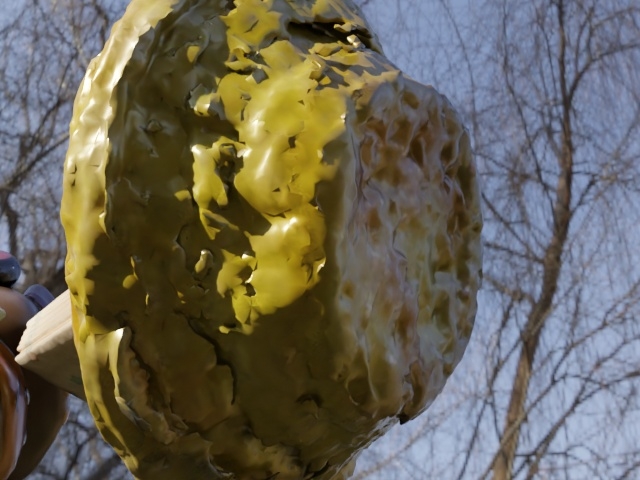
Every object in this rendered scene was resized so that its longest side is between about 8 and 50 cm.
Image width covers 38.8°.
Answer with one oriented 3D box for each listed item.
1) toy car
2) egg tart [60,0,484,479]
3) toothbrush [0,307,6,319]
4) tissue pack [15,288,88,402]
[{"bbox_3d":[-0.424,0.144,0.914,0.340,0.240,0.271,8,-80,-7],"label":"toy car"},{"bbox_3d":[0.000,0.000,0.454,0.123,0.294,0.294,-1,-36,31],"label":"egg tart"},{"bbox_3d":[-0.239,0.019,0.557,0.017,0.022,0.204,-35,-19,-7],"label":"toothbrush"},{"bbox_3d":[-0.117,0.071,0.776,0.170,0.071,0.325,31,-39,-26],"label":"tissue pack"}]
